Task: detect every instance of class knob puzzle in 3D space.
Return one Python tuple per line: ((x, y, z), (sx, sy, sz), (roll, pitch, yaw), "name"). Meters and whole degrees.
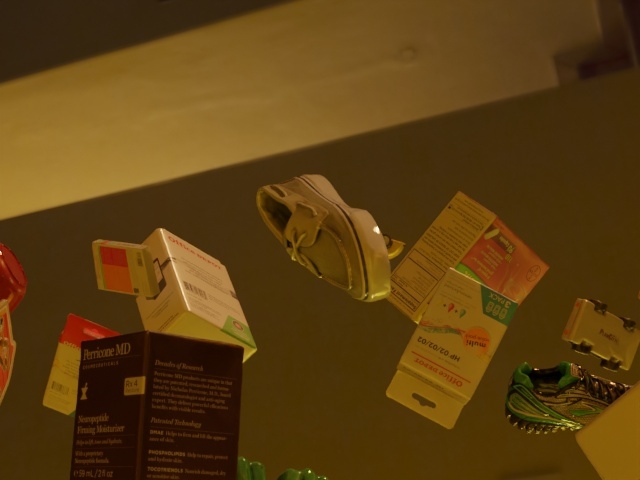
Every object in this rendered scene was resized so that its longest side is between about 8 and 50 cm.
((-0.578, 0.227, 1.855), (0.213, 0.030, 0.213), (7, -90, -78), "knob puzzle")

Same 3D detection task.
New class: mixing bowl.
((-0.610, 0.069, 1.963), (0.181, 0.098, 0.181), (62, 180, 0), "mixing bowl")

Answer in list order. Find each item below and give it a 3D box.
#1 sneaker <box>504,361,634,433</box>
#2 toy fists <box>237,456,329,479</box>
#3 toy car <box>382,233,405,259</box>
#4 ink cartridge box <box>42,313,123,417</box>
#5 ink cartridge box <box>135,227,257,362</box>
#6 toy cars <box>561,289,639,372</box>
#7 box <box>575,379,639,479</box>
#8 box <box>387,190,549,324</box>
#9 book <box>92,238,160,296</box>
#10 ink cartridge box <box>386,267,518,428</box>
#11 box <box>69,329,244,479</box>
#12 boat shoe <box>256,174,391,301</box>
((0.567, 0.338, 2.250), (0.134, 0.344, 0.146), (-74, -17, -53), "sneaker")
((-0.100, 0.478, 1.944), (0.096, 0.279, 0.142), (-101, 29, -57), "toy fists")
((-0.015, -0.016, 1.625), (0.225, 0.239, 0.053), (17, -91, -54), "toy car")
((-0.484, 0.258, 2.218), (0.078, 0.134, 0.231), (-63, -6, -68), "ink cartridge box")
((-0.264, 0.128, 2.140), (0.198, 0.115, 0.273), (34, -162, -38), "ink cartridge box")
((0.585, 0.135, 2.002), (0.394, 0.087, 0.176), (-21, -69, -30), "toy cars")
((0.444, 0.212, 1.015), (0.345, 0.168, 0.215), (2, -133, -47), "box")
((0.271, 0.072, 1.985), (0.213, 0.243, 0.117), (38, -178, -42), "box")
((-0.369, 0.051, 1.993), (0.035, 0.144, 0.096), (-28, -63, -45), "book")
((0.170, 0.142, 1.382), (0.181, 0.104, 0.061), (-61, -8, -13), "ink cartridge box")
((-0.223, 0.239, 1.445), (0.167, 0.168, 0.203), (14, -109, -42), "box")
((0.000, 0.000, 1.337), (0.302, 0.094, 0.109), (-134, 36, -61), "boat shoe")
